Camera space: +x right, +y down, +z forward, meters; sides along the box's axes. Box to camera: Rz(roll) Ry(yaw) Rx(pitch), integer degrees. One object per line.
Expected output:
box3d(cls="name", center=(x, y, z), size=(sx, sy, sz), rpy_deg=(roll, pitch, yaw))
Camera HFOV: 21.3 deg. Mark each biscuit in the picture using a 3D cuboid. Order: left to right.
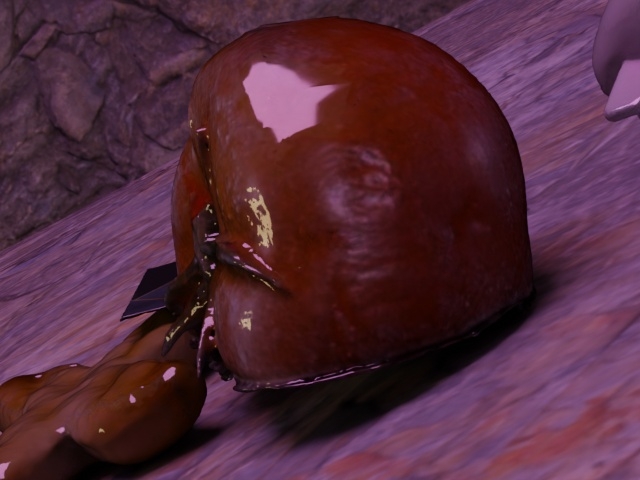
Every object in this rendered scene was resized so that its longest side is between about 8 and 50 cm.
box3d(cls="biscuit", center=(-0.126, 0.092, 0.934), size=(0.164, 0.047, 0.208), rpy_deg=(-28, 9, 6))

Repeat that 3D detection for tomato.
box3d(cls="tomato", center=(0.002, -0.030, 0.818), size=(0.181, 0.155, 0.214), rpy_deg=(-14, 8, -17))

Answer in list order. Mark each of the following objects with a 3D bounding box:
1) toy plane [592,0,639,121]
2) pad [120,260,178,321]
box3d(cls="toy plane", center=(0.243, -0.121, 0.782), size=(0.267, 0.122, 0.267), rpy_deg=(-33, 25, 18))
box3d(cls="pad", center=(0.000, 0.000, 1.043), size=(0.243, 0.004, 0.163), rpy_deg=(-16, 9, 1))
